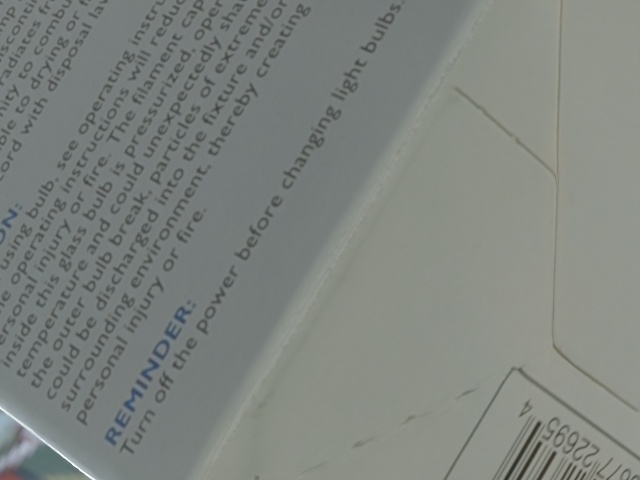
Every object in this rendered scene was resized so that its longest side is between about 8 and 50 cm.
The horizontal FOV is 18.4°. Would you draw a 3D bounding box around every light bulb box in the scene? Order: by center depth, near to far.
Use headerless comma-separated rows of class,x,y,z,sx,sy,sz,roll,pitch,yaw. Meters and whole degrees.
light bulb box,0.000,0.000,0.790,0.361,0.358,0.225,28,-96,45
